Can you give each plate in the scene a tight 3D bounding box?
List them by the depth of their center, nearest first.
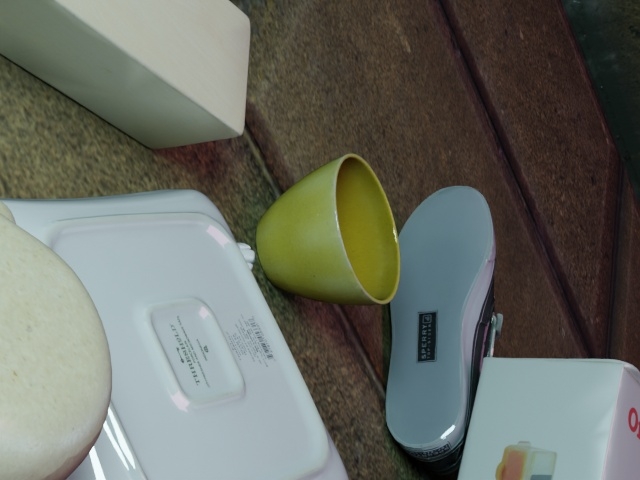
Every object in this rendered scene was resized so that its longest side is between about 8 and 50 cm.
[{"bbox_3d":[-0.095,0.081,0.946,0.278,0.045,0.277,-6,66,-58],"label":"plate"}]

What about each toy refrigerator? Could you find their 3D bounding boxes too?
[{"bbox_3d":[-0.157,-0.161,1.018,0.269,0.094,0.102,32,56,-57],"label":"toy refrigerator"}]

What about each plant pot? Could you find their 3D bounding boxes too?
[{"bbox_3d":[0.000,0.000,1.270,0.134,0.095,0.134,45,37,-51],"label":"plant pot"}]

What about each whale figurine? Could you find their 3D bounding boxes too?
[{"bbox_3d":[-0.234,0.032,0.728,0.272,0.141,0.216,48,27,-2],"label":"whale figurine"}]

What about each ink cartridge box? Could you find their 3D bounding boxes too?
[{"bbox_3d":[0.240,0.341,1.428,0.279,0.160,0.384,45,53,-49],"label":"ink cartridge box"}]

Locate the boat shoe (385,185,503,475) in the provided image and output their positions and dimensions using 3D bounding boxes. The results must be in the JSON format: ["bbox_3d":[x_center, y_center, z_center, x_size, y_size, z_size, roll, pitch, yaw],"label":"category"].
[{"bbox_3d":[0.137,0.093,1.510,0.105,0.113,0.306,54,34,-54],"label":"boat shoe"}]

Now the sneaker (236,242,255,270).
[{"bbox_3d":[-0.106,0.040,1.077,0.076,0.065,0.166,46,31,-22],"label":"sneaker"}]
